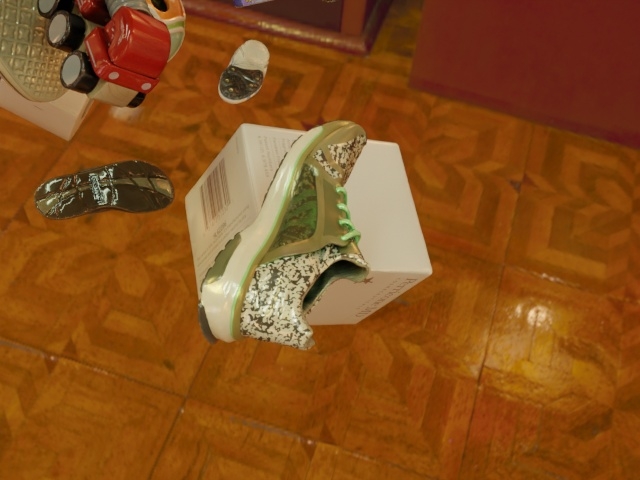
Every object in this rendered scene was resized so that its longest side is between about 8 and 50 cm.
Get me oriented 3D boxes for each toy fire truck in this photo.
[{"bbox_3d":[-0.262,-0.340,1.099,0.159,0.246,0.217,10,49,-52],"label":"toy fire truck"}]

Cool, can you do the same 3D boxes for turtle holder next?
[{"bbox_3d":[-0.491,-0.523,1.870,0.321,0.243,0.227,-18,23,-4],"label":"turtle holder"}]

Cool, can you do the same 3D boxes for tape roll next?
[{"bbox_3d":[-0.573,-0.363,1.653,0.169,0.246,0.246,27,51,-17],"label":"tape roll"}]

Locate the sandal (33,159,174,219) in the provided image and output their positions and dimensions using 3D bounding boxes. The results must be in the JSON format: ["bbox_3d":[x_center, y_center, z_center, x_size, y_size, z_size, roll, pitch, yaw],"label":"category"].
[{"bbox_3d":[-0.345,-0.075,1.208,0.220,0.060,0.089,-15,94,-27],"label":"sandal"}]

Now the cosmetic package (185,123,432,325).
[{"bbox_3d":[-0.037,-0.016,1.631,0.394,0.329,0.327,2,64,-31],"label":"cosmetic package"}]

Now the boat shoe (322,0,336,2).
[{"bbox_3d":[0.087,-0.685,1.873,0.112,0.335,0.095,28,55,-27],"label":"boat shoe"}]

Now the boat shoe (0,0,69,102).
[{"bbox_3d":[-0.543,-0.443,1.181,0.156,0.500,0.186,17,55,37],"label":"boat shoe"}]

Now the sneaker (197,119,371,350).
[{"bbox_3d":[0.000,0.000,1.078,0.182,0.158,0.410,21,60,16],"label":"sneaker"}]

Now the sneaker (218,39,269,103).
[{"bbox_3d":[-0.163,-0.341,1.586,0.085,0.086,0.237,27,37,-9],"label":"sneaker"}]

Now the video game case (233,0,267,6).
[{"bbox_3d":[-0.087,-0.643,1.559,0.244,0.269,0.061,-19,22,-21],"label":"video game case"}]
